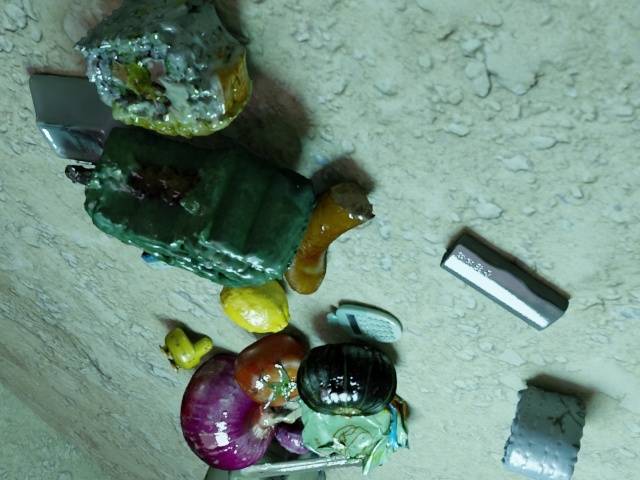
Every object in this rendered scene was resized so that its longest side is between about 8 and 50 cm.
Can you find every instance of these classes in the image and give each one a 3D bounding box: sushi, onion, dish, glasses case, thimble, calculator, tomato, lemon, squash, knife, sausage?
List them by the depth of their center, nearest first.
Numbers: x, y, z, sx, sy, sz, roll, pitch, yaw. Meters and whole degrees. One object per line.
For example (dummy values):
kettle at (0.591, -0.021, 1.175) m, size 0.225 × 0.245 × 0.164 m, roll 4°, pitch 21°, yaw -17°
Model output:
sushi at (-0.219, -0.239, 1.015) m, size 0.274 × 0.139 × 0.184 m, roll 6°, pitch 137°, yaw 32°
glasses case at (0.273, 0.064, 1.119) m, size 0.191 × 0.042 × 0.072 m, roll 33°, pitch 139°, yaw -3°
sausage at (-0.005, -0.002, 1.211) m, size 0.103 × 0.076 × 0.302 m, roll 33°, pitch 146°, yaw -1°
dish at (-0.393, -0.184, 1.276) m, size 0.243 × 0.080 × 0.181 m, roll 10°, pitch 141°, yaw 27°
thimble at (0.382, 0.335, 1.280) m, size 0.118 × 0.151 × 0.127 m, roll 14°, pitch 134°, yaw 17°
calculator at (0.081, 0.156, 1.397) m, size 0.153 × 0.021 × 0.095 m, roll 8°, pitch 140°, yaw 30°
lemon at (-0.123, 0.118, 1.425) m, size 0.155 × 0.114 × 0.114 m, roll 36°, pitch 146°, yaw -16°
squash at (0.051, 0.270, 1.444) m, size 0.193 × 0.155 × 0.193 m, roll -14°, pitch 147°, yaw -10°
tomato at (-0.098, 0.270, 1.570) m, size 0.167 × 0.167 × 0.167 m, roll 20°, pitch 145°, yaw 15°
onion at (-0.224, 0.425, 1.800) m, size 0.256 × 0.230 × 0.272 m, roll 42°, pitch 152°, yaw -15°
knife at (-0.024, 0.548, 1.849) m, size 0.366 × 0.043 × 0.089 m, roll -9°, pitch 130°, yaw 7°
onion at (-0.057, 0.482, 1.867) m, size 0.115 × 0.115 × 0.104 m, roll 20°, pitch 100°, yaw 16°

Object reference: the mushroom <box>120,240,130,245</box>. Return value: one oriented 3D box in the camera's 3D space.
mushroom at (-0.395, -0.045, 1.480) m, size 0.123 × 0.052 × 0.123 m, roll 26°, pitch 144°, yaw 20°

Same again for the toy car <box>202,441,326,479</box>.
toy car at (-0.181, 0.643, 2.028) m, size 0.336 × 0.242 × 0.226 m, roll 9°, pitch 143°, yaw 27°

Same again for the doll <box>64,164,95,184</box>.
doll at (-0.372, -0.096, 1.321) m, size 0.165 × 0.057 × 0.139 m, roll 19°, pitch 168°, yaw -22°

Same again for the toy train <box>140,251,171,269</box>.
toy train at (-0.262, 0.017, 1.457) m, size 0.234 × 0.052 × 0.051 m, roll -8°, pitch 133°, yaw 43°

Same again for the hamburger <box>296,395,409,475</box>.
hamburger at (0.048, 0.400, 1.624) m, size 0.260 × 0.150 × 0.276 m, roll 43°, pitch 145°, yaw -15°

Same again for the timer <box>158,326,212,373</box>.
timer at (-0.321, 0.256, 1.794) m, size 0.107 × 0.109 × 0.107 m, roll 51°, pitch 165°, yaw 20°

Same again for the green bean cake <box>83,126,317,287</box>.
green bean cake at (-0.195, -0.048, 1.124) m, size 0.308 × 0.169 × 0.300 m, roll 26°, pitch 166°, yaw -14°
